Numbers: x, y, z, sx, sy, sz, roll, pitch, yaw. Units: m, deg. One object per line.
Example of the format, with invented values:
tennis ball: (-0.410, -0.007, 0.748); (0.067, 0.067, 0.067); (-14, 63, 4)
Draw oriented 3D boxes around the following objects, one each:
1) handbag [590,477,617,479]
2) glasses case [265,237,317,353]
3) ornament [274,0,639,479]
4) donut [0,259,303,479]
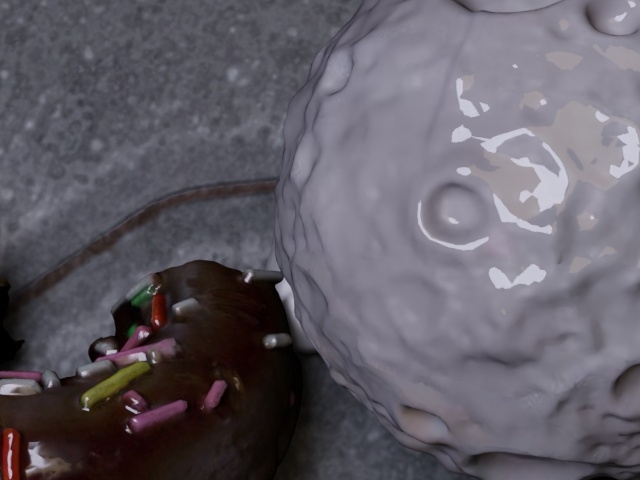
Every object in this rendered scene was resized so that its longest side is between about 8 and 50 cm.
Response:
handbag: (0.288, 0.237, 0.809); (0.301, 0.178, 0.275); (15, 76, 7)
glasses case: (0.000, 0.000, 0.961); (0.063, 0.041, 0.164); (14, 75, 5)
ornament: (0.135, -0.031, 0.808); (0.337, 0.337, 0.337); (-1, 74, 3)
donut: (-0.196, 0.094, 0.847); (0.345, 0.136, 0.259); (13, 35, 11)
